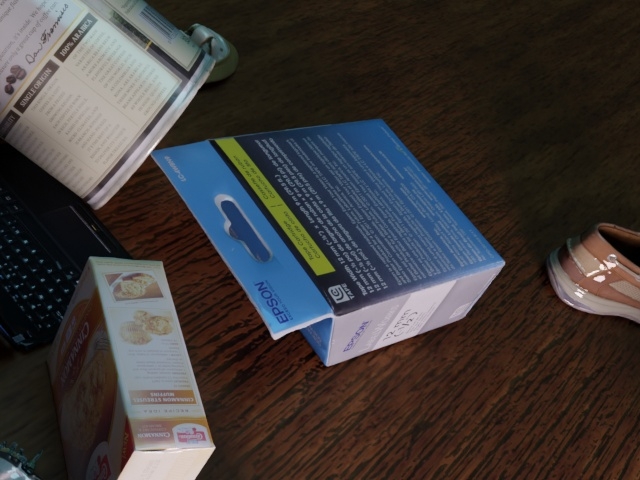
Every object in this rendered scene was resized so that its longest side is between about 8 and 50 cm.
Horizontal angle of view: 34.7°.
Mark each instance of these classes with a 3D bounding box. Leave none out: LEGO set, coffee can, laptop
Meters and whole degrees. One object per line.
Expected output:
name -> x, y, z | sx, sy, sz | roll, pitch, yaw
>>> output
LEGO set -> -0.248, 0.188, 0.815 | 0.054, 0.023, 0.083 | 4, 59, -30
coffee can -> -0.272, -0.191, 1.015 | 0.275, 0.201, 0.201 | 39, 35, -15
laptop -> -0.291, -0.032, 0.927 | 0.234, 0.136, 0.264 | 47, 39, 17

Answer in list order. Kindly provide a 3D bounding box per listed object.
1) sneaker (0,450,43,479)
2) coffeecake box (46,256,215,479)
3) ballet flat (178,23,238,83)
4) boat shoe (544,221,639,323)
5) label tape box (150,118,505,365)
sneaker -> -0.169, 0.272, 0.731 | 0.271, 0.100, 0.108 | 41, 68, 1
coffeecake box -> -0.161, 0.130, 0.835 | 0.068, 0.142, 0.185 | 4, 45, -31
ballet flat -> -0.169, -0.233, 1.289 | 0.080, 0.073, 0.232 | 42, 38, 11
boat shoe -> 0.462, 0.047, 1.395 | 0.324, 0.116, 0.123 | 8, 44, -29
label tape box -> 0.000, 0.000, 1.124 | 0.348, 0.115, 0.249 | -14, 57, -41
